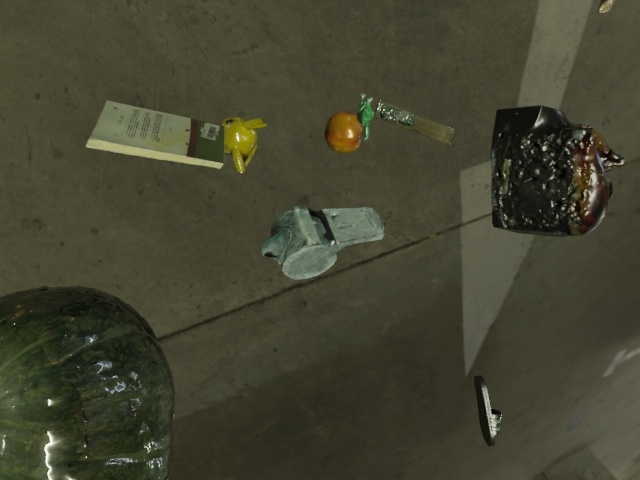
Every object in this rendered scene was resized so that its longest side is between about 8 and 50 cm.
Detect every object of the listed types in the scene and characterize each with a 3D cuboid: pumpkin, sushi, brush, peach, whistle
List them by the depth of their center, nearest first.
[{"bbox_3d":[-0.342,0.222,0.536,0.292,0.327,0.257,-21,159,6],"label":"pumpkin"},{"bbox_3d":[0.190,-0.224,0.823,0.191,0.027,0.034,12,106,-27],"label":"brush"},{"bbox_3d":[0.466,-0.127,0.850,0.216,0.212,0.227,6,91,-45],"label":"sushi"},{"bbox_3d":[0.080,-0.350,1.407,0.138,0.138,0.138,-16,132,-18],"label":"peach"},{"bbox_3d":[0.007,-0.021,1.430,0.405,0.168,0.188,-26,145,3],"label":"whistle"}]

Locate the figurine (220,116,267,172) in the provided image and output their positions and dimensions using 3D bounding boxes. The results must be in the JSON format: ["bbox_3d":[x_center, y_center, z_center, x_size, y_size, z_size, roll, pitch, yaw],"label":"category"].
[{"bbox_3d":[-0.337,-0.400,1.721,0.169,0.327,0.218,21,97,-20],"label":"figurine"}]

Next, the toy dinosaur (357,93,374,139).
[{"bbox_3d":[0.057,-0.159,0.564,0.021,0.083,0.062,11,125,15],"label":"toy dinosaur"}]

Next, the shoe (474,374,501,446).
[{"bbox_3d":[0.431,0.429,1.079,0.049,0.071,0.179,-8,87,1],"label":"shoe"}]

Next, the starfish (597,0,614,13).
[{"bbox_3d":[0.554,-0.534,0.738,0.327,0.094,0.375,20,93,-48],"label":"starfish"}]

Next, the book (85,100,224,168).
[{"bbox_3d":[-0.374,-0.253,1.018,0.290,0.201,0.026,8,131,-18],"label":"book"}]
